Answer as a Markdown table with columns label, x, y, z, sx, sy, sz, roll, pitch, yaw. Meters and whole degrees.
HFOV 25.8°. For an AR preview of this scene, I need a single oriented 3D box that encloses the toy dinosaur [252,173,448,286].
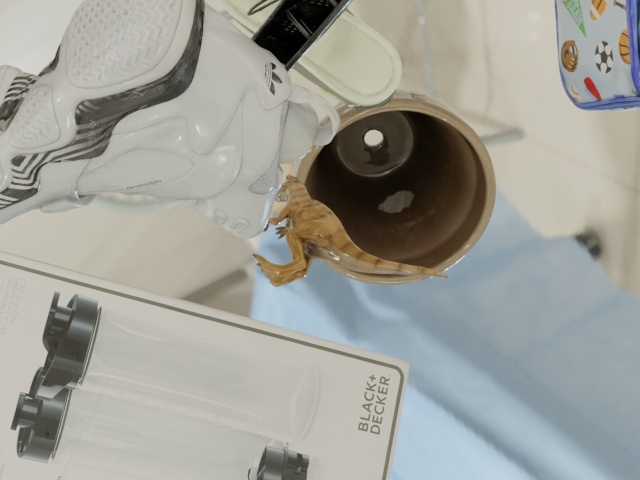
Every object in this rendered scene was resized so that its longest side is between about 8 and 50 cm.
| label | x | y | z | sx | sy | sz | roll | pitch | yaw |
| --- | --- | --- | --- | --- | --- | --- | --- | --- | --- |
| toy dinosaur | 0.000 | 0.000 | 1.255 | 0.211 | 0.112 | 0.064 | 41 | 169 | 41 |

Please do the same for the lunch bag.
| label | x | y | z | sx | sy | sz | roll | pitch | yaw |
| --- | --- | --- | --- | --- | --- | --- | --- | --- | --- |
| lunch bag | 0.353 | -0.297 | 1.545 | 0.243 | 0.115 | 0.303 | -172 | 77 | -72 |

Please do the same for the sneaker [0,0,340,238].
| label | x | y | z | sx | sy | sz | roll | pitch | yaw |
| --- | --- | --- | --- | --- | --- | --- | --- | --- | --- |
| sneaker | -0.160 | -0.066 | 1.126 | 0.366 | 0.210 | 0.137 | -30 | 43 | 40 |

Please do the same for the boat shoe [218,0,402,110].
| label | x | y | z | sx | sy | sz | roll | pitch | yaw |
| --- | --- | --- | --- | --- | --- | --- | --- | --- | --- |
| boat shoe | -0.033 | -0.262 | 1.615 | 0.305 | 0.109 | 0.091 | 43 | 176 | 4 |

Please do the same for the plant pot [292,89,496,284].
| label | x | y | z | sx | sy | sz | roll | pitch | yaw |
| --- | --- | --- | --- | --- | --- | --- | --- | --- | --- |
| plant pot | 0.087 | -0.104 | 1.887 | 0.229 | 0.263 | 0.263 | -100 | -3 | -64 |

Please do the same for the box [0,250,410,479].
| label | x | y | z | sx | sy | sz | roll | pitch | yaw |
| --- | --- | --- | --- | --- | --- | --- | --- | --- | --- |
| box | -0.106 | 0.121 | 0.843 | 0.087 | 0.290 | 0.169 | 138 | 145 | -67 |

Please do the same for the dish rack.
| label | x | y | z | sx | sy | sz | roll | pitch | yaw |
| --- | --- | --- | --- | --- | --- | --- | --- | --- | --- |
| dish rack | -0.055 | -0.289 | 1.099 | 0.271 | 0.074 | 0.208 | 52 | 144 | 3 |
